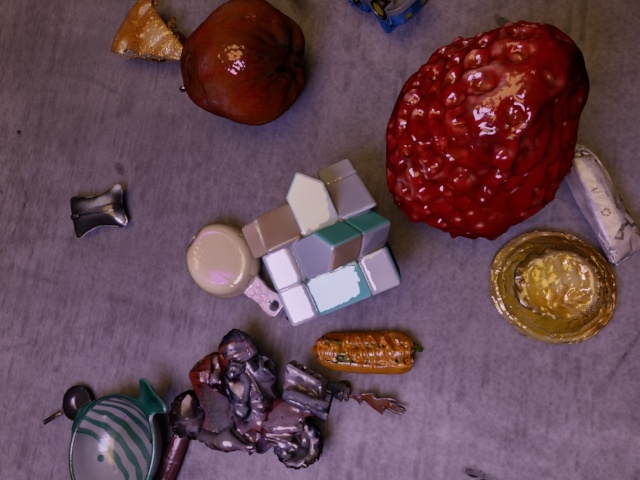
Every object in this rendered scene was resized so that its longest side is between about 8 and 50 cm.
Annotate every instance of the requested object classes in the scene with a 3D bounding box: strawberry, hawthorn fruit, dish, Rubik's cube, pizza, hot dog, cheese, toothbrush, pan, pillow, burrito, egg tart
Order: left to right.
[{"bbox_3d":[-0.508,0.339,0.934,0.115,0.023,0.068,-31,74,5],"label":"pan"},{"bbox_3d":[-0.475,-0.062,0.985,0.136,0.055,0.091,-13,57,10],"label":"pillow"},{"bbox_3d":[-0.352,0.371,0.851,0.224,0.078,0.246,40,94,26],"label":"dish"},{"bbox_3d":[-0.352,-0.437,1.012,0.194,0.069,0.154,33,90,12],"label":"pizza"},{"bbox_3d":[-0.277,0.414,0.850,0.041,0.041,0.363,20,85,18],"label":"toothbrush"},{"bbox_3d":[-0.160,-0.325,0.866,0.261,0.224,0.223,-1,80,28],"label":"hawthorn fruit"},{"bbox_3d":[-0.154,0.062,0.866,0.227,0.064,0.137,37,95,20],"label":"cheese"},{"bbox_3d":[0.000,0.000,0.738,0.225,0.265,0.212,-23,91,8],"label":"Rubik's cube"},{"bbox_3d":[0.076,0.190,0.783,0.189,0.055,0.072,-4,78,16],"label":"hot dog"},{"bbox_3d":[0.226,-0.167,0.655,0.318,0.345,0.295,-36,74,7],"label":"strawberry"},{"bbox_3d":[0.363,0.070,0.718,0.191,0.074,0.191,-2,79,13],"label":"egg tart"},{"bbox_3d":[0.440,-0.060,0.727,0.064,0.064,0.203,-23,77,10],"label":"burrito"}]

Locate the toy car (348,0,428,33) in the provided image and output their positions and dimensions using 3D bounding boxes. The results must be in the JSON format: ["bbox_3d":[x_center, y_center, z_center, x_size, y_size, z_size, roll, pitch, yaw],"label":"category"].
[{"bbox_3d":[0.128,-0.463,0.872,0.097,0.100,0.191,-44,52,5],"label":"toy car"}]

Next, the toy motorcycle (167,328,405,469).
[{"bbox_3d":[-0.067,0.267,0.772,0.401,0.134,0.207,8,88,18],"label":"toy motorcycle"}]
